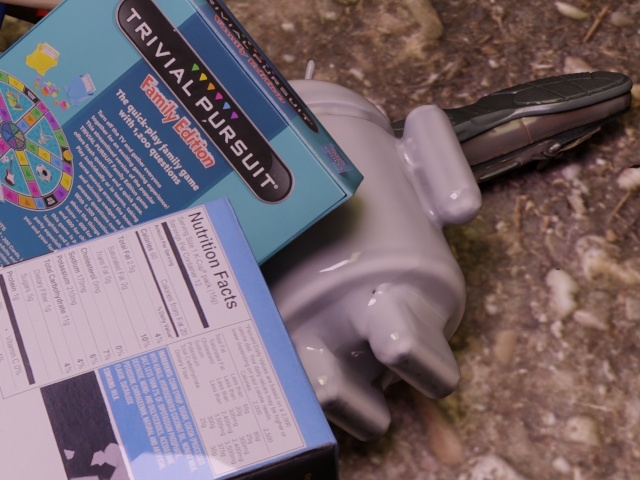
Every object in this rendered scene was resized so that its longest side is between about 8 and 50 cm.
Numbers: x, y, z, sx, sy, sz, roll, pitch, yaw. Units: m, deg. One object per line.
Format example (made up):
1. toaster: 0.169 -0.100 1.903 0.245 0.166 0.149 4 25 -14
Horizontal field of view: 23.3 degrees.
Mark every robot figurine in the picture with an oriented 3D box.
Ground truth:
1. robot figurine: 0.000 0.000 1.365 0.300 0.200 0.353 -30 53 11

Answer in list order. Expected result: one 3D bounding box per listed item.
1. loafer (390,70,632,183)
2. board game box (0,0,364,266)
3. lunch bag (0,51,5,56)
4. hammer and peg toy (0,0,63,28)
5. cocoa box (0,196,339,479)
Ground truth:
1. loafer: 0.182 -0.099 1.520 0.267 0.084 0.096 -15 22 -12
2. board game box: -0.175 -0.040 1.230 0.336 0.079 0.254 -37 95 15
3. lunch bag: -0.339 -0.017 1.390 0.235 0.169 0.287 1 71 -16
4. hammer and peg toy: -0.244 -0.237 1.447 0.266 0.361 0.127 17 85 -5
5. cocoa box: -0.120 0.182 1.137 0.228 0.347 0.231 -18 54 -10
